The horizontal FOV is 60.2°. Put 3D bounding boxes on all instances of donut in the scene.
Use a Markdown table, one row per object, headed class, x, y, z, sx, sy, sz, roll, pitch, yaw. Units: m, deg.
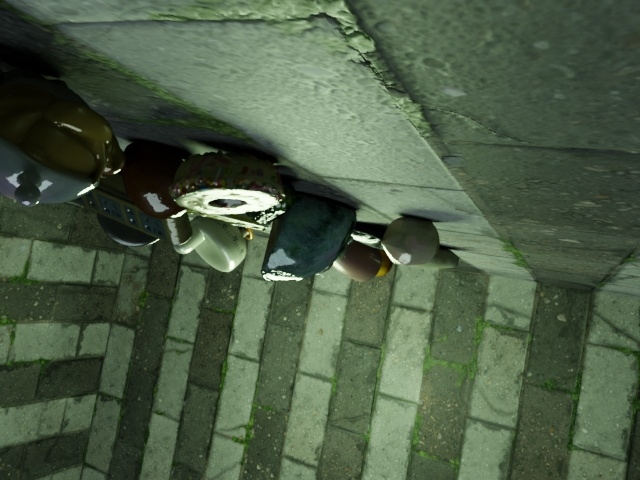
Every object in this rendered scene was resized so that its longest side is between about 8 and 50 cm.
| class | x | y | z | sx | sy | sz | roll | pitch | yaw |
| --- | --- | --- | --- | --- | --- | --- | --- | --- | --- |
| donut | -0.138 | -0.085 | 0.820 | 0.174 | 0.068 | 0.174 | -3 | 169 | 0 |

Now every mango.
| class | x | y | z | sx | sy | sz | roll | pitch | yaw |
| --- | --- | --- | --- | --- | --- | --- | --- | --- | --- |
| mango | 0.206 | 0.077 | 2.242 | 0.151 | 0.121 | 0.221 | 15 | -178 | -21 |

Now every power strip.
| class | x | y | z | sx | sy | sz | roll | pitch | yaw |
| --- | --- | --- | --- | --- | --- | --- | --- | --- | --- |
| power strip | -0.413 | -0.092 | 1.030 | 0.387 | 0.066 | 0.092 | 22 | 143 | 16 |

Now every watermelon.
| class | x | y | z | sx | sy | sz | roll | pitch | yaw |
| --- | --- | --- | --- | --- | --- | --- | --- | --- | --- |
| watermelon | -0.016 | 0.013 | 1.225 | 0.175 | 0.188 | 0.322 | 11 | 178 | 11 |

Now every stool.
| class | x | y | z | sx | sy | sz | roll | pitch | yaw |
| --- | --- | --- | --- | --- | --- | --- | --- | --- | --- |
| stool | -0.411 | -0.097 | 1.192 | 0.153 | 0.228 | 0.139 | -29 | -152 | -7 |

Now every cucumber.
| class | x | y | z | sx | sy | sz | roll | pitch | yaw |
| --- | --- | --- | --- | --- | --- | --- | --- | --- | --- |
| cucumber | -0.094 | -0.073 | 1.023 | 0.074 | 0.075 | 0.241 | 11 | 175 | -13 |

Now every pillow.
| class | x | y | z | sx | sy | sz | roll | pitch | yaw |
| --- | --- | --- | --- | --- | --- | --- | --- | --- | --- |
| pillow | 0.337 | 0.051 | 1.737 | 0.181 | 0.078 | 0.134 | 10 | 176 | -22 |
| pillow | 0.148 | -0.009 | 1.528 | 0.141 | 0.055 | 0.208 | 20 | -179 | 30 |

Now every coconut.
| class | x | y | z | sx | sy | sz | roll | pitch | yaw |
| --- | --- | --- | --- | --- | --- | --- | --- | --- | --- |
| coconut | 0.183 | 0.002 | 1.170 | 0.124 | 0.110 | 0.110 | 4 | 179 | -21 |

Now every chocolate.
| class | x | y | z | sx | sy | sz | roll | pitch | yaw |
| --- | --- | --- | --- | --- | --- | --- | --- | --- | --- |
| chocolate | -0.261 | -0.105 | 0.885 | 0.124 | 0.128 | 0.133 | -27 | 144 | 27 |

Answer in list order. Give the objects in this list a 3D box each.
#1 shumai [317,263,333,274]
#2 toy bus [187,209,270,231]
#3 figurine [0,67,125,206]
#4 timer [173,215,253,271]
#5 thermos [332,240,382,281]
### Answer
| class | x | y | z | sx | sy | sz | roll | pitch | yaw |
| --- | --- | --- | --- | --- | --- | --- | --- | --- | --- |
| shumai | 0.005 | -0.001 | 1.474 | 0.184 | 0.184 | 0.142 | 8 | -161 | 30 |
| toy bus | -0.214 | -0.084 | 1.198 | 0.226 | 0.081 | 0.074 | 16 | 169 | -32 |
| figurine | -0.330 | -0.120 | 0.584 | 0.274 | 0.133 | 0.194 | 23 | 171 | 24 |
| timer | -0.385 | 0.014 | 1.954 | 0.233 | 0.240 | 0.234 | 31 | 147 | 23 |
| thermos | 0.078 | 0.037 | 1.924 | 0.265 | 0.146 | 0.176 | 26 | -169 | -47 |
